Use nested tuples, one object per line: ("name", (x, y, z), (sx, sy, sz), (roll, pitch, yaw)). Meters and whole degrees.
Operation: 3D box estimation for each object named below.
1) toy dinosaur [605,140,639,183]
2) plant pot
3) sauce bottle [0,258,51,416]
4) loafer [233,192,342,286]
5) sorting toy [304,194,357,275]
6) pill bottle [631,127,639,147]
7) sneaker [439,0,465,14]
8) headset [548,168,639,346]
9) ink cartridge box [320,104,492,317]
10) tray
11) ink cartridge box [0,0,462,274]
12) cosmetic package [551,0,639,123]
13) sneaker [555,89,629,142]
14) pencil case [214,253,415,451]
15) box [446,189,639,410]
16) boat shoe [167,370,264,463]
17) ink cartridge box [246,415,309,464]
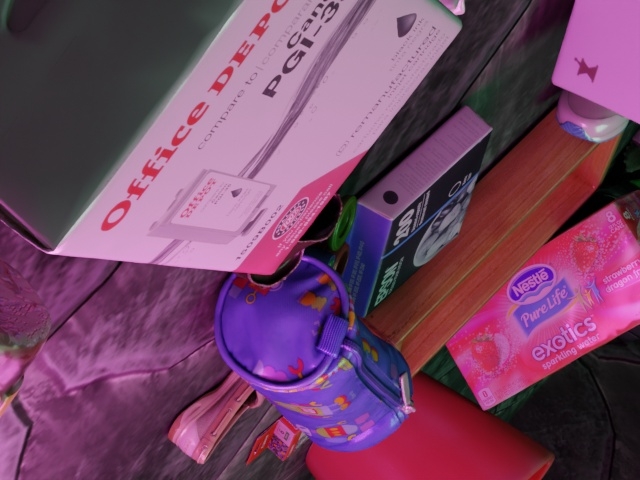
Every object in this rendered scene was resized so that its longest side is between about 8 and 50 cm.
("toy dinosaur", (0.482, -0.065, 2.288), (0.160, 0.121, 0.313), (-12, 146, -45))
("plant pot", (0.131, 0.305, 1.929), (0.275, 0.243, 0.275), (-44, 163, -17))
("sauce bottle", (-0.277, 0.151, 0.782), (0.344, 0.111, 0.111), (-53, 163, 14))
("loafer", (-0.029, -0.018, 1.094), (0.080, 0.078, 0.220), (-43, 162, -21))
("sorting toy", (0.000, 0.000, 1.293), (0.061, 0.042, 0.102), (-55, 159, -44))
("pill bottle", (0.551, -0.215, 2.023), (0.264, 0.146, 0.146), (-51, 163, 7))
("sneaker", (0.043, -0.136, 1.050), (0.152, 0.061, 0.054), (-51, 165, 12))
("headset", (0.404, 0.053, 2.087), (0.394, 0.185, 0.243), (-25, -134, 43))
("ink cartridge box", (0.073, -0.008, 1.437), (0.208, 0.045, 0.206), (-39, 161, -24))
("tray", (0.192, 0.000, 1.711), (0.411, 0.076, 0.203), (-42, 163, -19))
("ink cartridge box", (-0.058, -0.094, 0.782), (0.207, 0.117, 0.283), (-52, 164, 10))
("cosmetic package", (0.431, -0.284, 1.471), (0.453, 0.161, 0.230), (-31, 143, -46))
("sneaker", (0.339, -0.200, 1.642), (0.228, 0.087, 0.092), (-48, 158, -30))
("pencil case", (0.004, 0.110, 1.318), (0.306, 0.133, 0.119), (54, 51, -66))
("box", (0.314, 0.077, 1.898), (0.300, 0.154, 0.142), (-33, 172, 27))
("boat shoe", (-0.079, 0.157, 1.405), (0.153, 0.048, 0.056), (-35, 159, -39))
("ink cartridge box", (-0.033, 0.223, 1.702), (0.115, 0.029, 0.063), (-37, 160, -37))
